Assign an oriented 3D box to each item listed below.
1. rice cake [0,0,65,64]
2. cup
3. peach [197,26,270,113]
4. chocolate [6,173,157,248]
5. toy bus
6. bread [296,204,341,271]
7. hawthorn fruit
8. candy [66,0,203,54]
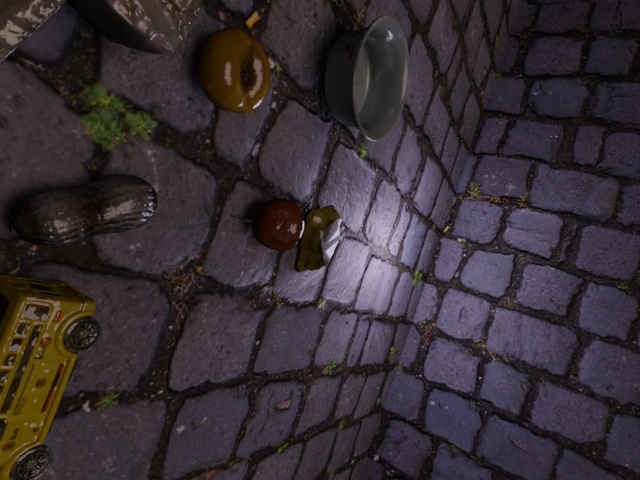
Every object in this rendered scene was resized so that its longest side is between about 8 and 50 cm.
[{"bbox_3d":[-0.458,-0.272,0.564,0.256,0.057,0.052,-60,172,-17],"label":"rice cake"},{"bbox_3d":[0.127,-0.492,1.255,0.347,0.162,0.348,-30,128,-47],"label":"cup"},{"bbox_3d":[-0.186,-0.368,0.893,0.179,0.103,0.180,-27,124,-50],"label":"peach"},{"bbox_3d":[-0.399,-0.055,0.717,0.248,0.110,0.110,-32,130,-50],"label":"chocolate"},{"bbox_3d":[-0.500,0.231,0.664,0.152,0.144,0.331,27,81,-58],"label":"toy bus"},{"bbox_3d":[0.000,0.000,1.372,0.160,0.088,0.233,-27,129,-55],"label":"bread"},{"bbox_3d":[-0.124,-0.038,1.111,0.189,0.149,0.149,-23,124,-52],"label":"hawthorn fruit"},{"bbox_3d":[-0.306,-0.399,0.621,0.137,0.195,0.185,-60,150,-10],"label":"candy"}]
